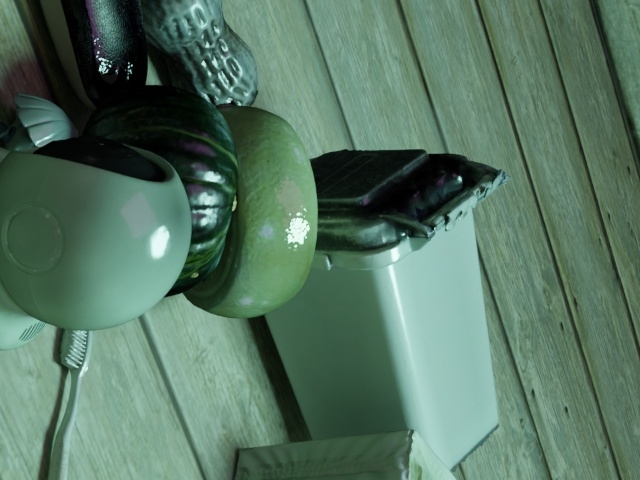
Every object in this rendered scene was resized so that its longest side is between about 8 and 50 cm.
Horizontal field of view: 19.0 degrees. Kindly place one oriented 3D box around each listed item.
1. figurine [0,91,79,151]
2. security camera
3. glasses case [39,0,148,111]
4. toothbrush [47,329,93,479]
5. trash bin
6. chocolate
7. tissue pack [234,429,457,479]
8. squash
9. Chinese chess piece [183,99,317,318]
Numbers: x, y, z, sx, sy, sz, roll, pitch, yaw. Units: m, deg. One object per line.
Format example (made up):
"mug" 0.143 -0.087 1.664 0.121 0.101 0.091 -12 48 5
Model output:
"figurine" -0.279 -0.100 1.850 0.086 0.082 0.094 26 32 -43
"security camera" -0.229 -0.002 1.714 0.194 0.236 0.195 26 61 -59
"glasses case" -0.246 -0.284 1.966 0.122 0.075 0.314 -35 113 -61
"toothbrush" -0.252 0.213 1.838 0.029 0.025 0.307 39 47 -45
"trash bin" 0.087 0.089 2.270 0.256 0.296 0.368 -36 118 -48
"chocolate" -0.143 -0.233 2.140 0.248 0.110 0.110 61 31 -46
"tissue pack" 0.036 0.314 2.188 0.185 0.225 0.124 52 37 -46
"squash" -0.169 -0.048 1.918 0.172 0.218 0.218 -2 81 -28
"Chinese chess piece" -0.092 -0.032 2.051 0.092 0.237 0.238 -3 83 -28
